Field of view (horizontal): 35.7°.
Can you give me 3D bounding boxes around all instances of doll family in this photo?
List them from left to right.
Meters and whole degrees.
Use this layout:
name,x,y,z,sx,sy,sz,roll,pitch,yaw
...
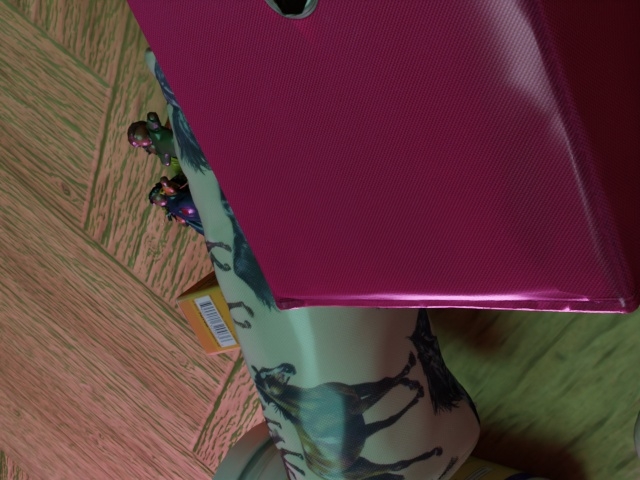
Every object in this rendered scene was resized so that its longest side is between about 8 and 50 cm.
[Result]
name,x,y,z,sx,sy,sz,roll,pitch,yaw
doll family,-0.133,-0.058,0.981,0.111,0.076,0.193,20,136,23

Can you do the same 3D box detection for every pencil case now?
name,x,y,z,sx,sy,sz,roll,pitch,yaw
pencil case,0.000,0.000,0.787,0.160,0.183,0.410,-10,103,35

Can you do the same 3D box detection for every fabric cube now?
name,x,y,z,sx,sy,sz,roll,pitch,yaw
fabric cube,0.078,-0.132,0.583,0.254,0.259,0.258,-3,120,42

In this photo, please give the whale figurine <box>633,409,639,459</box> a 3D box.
name,x,y,z,sx,sy,sz,roll,pitch,yaw
whale figurine,0.356,0.150,0.672,0.272,0.141,0.216,24,178,1

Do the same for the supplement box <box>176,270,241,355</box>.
name,x,y,z,sx,sy,sz,roll,pitch,yaw
supplement box,-0.041,0.053,0.984,0.233,0.078,0.080,-15,107,47

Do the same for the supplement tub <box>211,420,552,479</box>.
name,x,y,z,sx,sy,sz,roll,pitch,yaw
supplement tub,0.068,0.311,0.967,0.331,0.241,0.241,10,128,37
